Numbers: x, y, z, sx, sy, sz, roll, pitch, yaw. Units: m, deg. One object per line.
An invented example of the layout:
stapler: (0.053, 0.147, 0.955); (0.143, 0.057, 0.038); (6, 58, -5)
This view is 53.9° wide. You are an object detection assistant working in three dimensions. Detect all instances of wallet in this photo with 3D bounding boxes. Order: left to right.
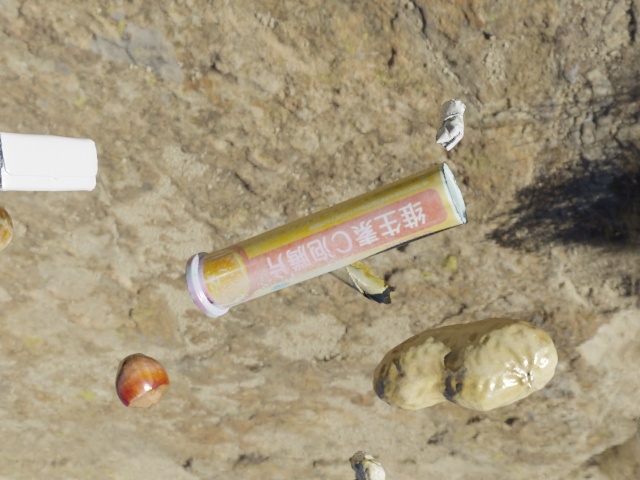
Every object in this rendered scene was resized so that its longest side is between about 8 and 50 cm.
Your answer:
wallet: (-0.295, -0.084, 0.682); (0.025, 0.061, 0.122); (-1, -176, 26)

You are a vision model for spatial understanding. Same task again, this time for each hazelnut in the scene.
hazelnut: (-0.264, 0.204, 0.922); (0.086, 0.086, 0.086); (1, 142, 1)

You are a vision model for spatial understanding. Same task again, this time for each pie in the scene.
pie: (0.056, 0.067, 1.555); (0.282, 0.068, 0.128); (28, -176, 21)

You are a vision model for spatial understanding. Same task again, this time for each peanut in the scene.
peanut: (0.294, 0.270, 1.318); (0.386, 0.192, 0.170); (-13, 130, 18)

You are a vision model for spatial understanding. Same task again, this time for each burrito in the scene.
burrito: (0.312, -0.284, 1.499); (0.064, 0.203, 0.064); (8, 126, 11)

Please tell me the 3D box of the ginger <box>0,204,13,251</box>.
ginger: (-0.682, -0.018, 1.139); (0.176, 0.256, 0.375); (37, 154, -6)

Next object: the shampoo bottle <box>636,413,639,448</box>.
shampoo bottle: (0.525, 0.214, 0.632); (0.317, 0.322, 0.323); (39, 149, 23)

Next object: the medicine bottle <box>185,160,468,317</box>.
medicine bottle: (0.000, 0.000, 0.939); (0.425, 0.108, 0.108); (-21, 137, 20)

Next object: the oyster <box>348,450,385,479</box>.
oyster: (0.043, 0.333, 0.696); (0.163, 0.191, 0.081); (-18, 143, 8)
